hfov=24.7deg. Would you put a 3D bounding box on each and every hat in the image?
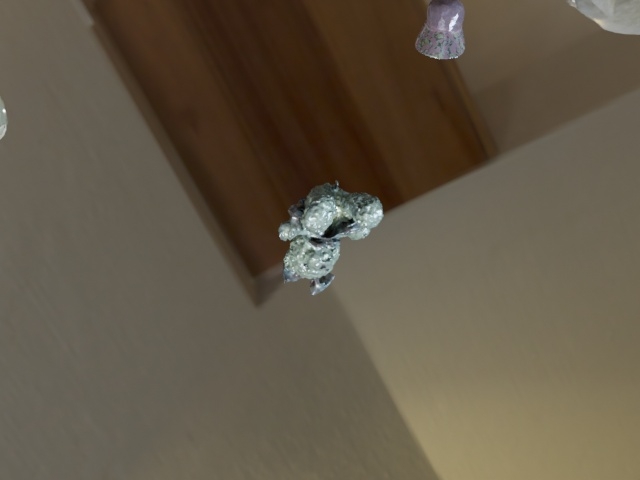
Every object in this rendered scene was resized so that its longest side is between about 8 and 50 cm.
[{"bbox_3d":[0.144,-0.252,1.703,0.058,0.042,0.087,12,-126,11],"label":"hat"}]

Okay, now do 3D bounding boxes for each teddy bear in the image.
[{"bbox_3d":[0.000,-0.021,2.094,0.133,0.213,0.111,4,-122,-18],"label":"teddy bear"}]

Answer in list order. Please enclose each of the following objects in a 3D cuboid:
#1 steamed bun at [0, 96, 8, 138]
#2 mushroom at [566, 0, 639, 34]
[{"bbox_3d":[-0.459,-0.081,1.175,0.372,0.230,0.325,-33,-174,-7],"label":"steamed bun"},{"bbox_3d":[0.299,-0.235,1.231,0.096,0.108,0.247,-33,-176,-19],"label":"mushroom"}]
